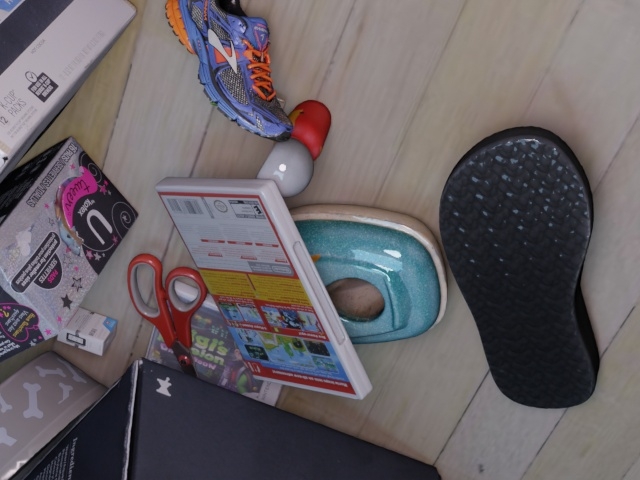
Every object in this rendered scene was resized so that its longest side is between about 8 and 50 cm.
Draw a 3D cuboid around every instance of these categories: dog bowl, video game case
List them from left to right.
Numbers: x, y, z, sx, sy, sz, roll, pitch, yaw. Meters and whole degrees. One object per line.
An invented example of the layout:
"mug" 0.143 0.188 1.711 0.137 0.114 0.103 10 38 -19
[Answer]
"dog bowl" -0.442 0.287 1.863 0.102 0.349 0.349 46 127 0
"video game case" -0.135 0.151 1.846 0.190 0.022 0.173 23 129 3
"video game case" -0.066 0.053 1.592 0.204 0.025 0.285 4 127 49

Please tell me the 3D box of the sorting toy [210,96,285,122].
"sorting toy" -0.086 -0.158 1.609 0.083 0.012 0.062 22 134 -1

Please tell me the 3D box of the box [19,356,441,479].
"box" -0.157 0.452 1.812 0.479 0.297 0.472 24 131 -26

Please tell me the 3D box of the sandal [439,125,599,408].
"sandal" 0.235 0.023 1.585 0.167 0.107 0.446 3 138 16

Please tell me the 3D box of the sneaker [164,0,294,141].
"sneaker" -0.088 -0.200 1.487 0.087 0.083 0.221 -38 70 20

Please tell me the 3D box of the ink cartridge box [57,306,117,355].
"ink cartridge box" -0.324 0.119 1.872 0.083 0.048 0.028 19 129 7

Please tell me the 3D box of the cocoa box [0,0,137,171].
"cocoa box" -0.401 -0.179 1.491 0.228 0.347 0.231 39 128 -10

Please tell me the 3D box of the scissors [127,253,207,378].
"scissors" -0.193 0.141 1.835 0.109 0.021 0.297 7 128 11

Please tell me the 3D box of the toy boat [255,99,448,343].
"toy boat" 0.000 0.000 1.607 0.267 0.148 0.318 -3 124 22

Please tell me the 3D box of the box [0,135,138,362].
"box" -0.357 0.017 1.682 0.163 0.247 0.142 -25 115 32
